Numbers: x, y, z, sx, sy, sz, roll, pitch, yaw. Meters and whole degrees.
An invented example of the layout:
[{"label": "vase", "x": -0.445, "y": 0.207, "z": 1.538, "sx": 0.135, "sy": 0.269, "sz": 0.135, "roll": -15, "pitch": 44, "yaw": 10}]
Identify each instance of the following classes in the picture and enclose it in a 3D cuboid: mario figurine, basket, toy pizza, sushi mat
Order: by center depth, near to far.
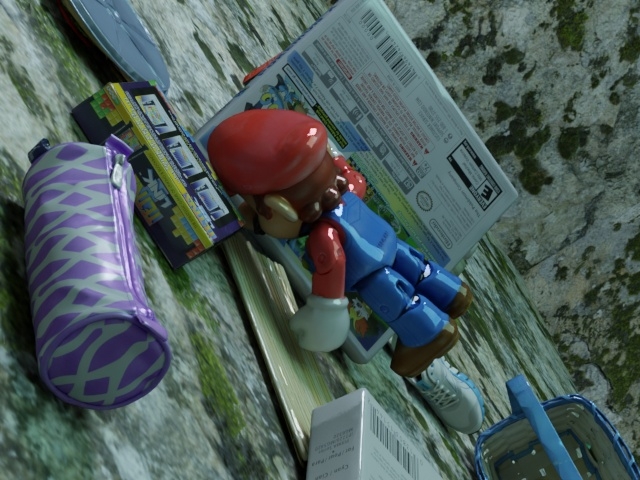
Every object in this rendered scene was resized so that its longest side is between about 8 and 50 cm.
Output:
[{"label": "sushi mat", "x": -0.029, "y": 0.114, "z": 1.281, "sx": 0.151, "sy": 0.019, "sz": 0.316, "roll": 42, "pitch": 19, "yaw": -50}, {"label": "toy pizza", "x": -0.225, "y": -0.226, "z": 1.333, "sx": 0.201, "sy": 0.032, "sz": 0.201, "roll": 54, "pitch": 11, "yaw": -15}, {"label": "mario figurine", "x": 0.000, "y": 0.000, "z": 1.343, "sx": 0.320, "sy": 0.170, "sz": 0.198, "roll": 45, "pitch": 3, "yaw": -12}, {"label": "basket", "x": 0.319, "y": 0.319, "z": 1.720, "sx": 0.254, "sy": 0.201, "sz": 0.289, "roll": 64, "pitch": 3, "yaw": 21}]

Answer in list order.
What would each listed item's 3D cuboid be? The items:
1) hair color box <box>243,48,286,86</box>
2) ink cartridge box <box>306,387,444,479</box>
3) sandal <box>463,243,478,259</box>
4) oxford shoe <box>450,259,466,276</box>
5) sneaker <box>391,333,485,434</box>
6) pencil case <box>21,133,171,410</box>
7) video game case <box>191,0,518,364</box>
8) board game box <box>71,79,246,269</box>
[{"label": "hair color box", "x": -0.036, "y": -0.246, "z": 1.897, "sx": 0.072, "sy": 0.141, "sz": 0.043, "roll": 54, "pitch": 12, "yaw": -16}, {"label": "ink cartridge box", "x": 0.091, "y": 0.315, "z": 1.124, "sx": 0.296, "sy": 0.066, "sz": 0.261, "roll": 51, "pitch": 24, "yaw": -29}, {"label": "sandal", "x": 0.099, "y": -0.132, "z": 2.053, "sx": 0.416, "sy": 0.102, "sz": 0.169, "roll": 45, "pitch": -19, "yaw": -10}, {"label": "oxford shoe", "x": 0.066, "y": -0.013, "z": 1.770, "sx": 0.169, "sy": 0.130, "sz": 0.449, "roll": 57, "pitch": -4, "yaw": -16}, {"label": "sneaker", "x": 0.150, "y": 0.191, "z": 1.740, "sx": 0.190, "sy": 0.071, "sz": 0.083, "roll": 53, "pitch": 25, "yaw": -6}, {"label": "pencil case", "x": -0.149, "y": 0.016, "z": 0.861, "sx": 0.086, "sy": 0.088, "sz": 0.206, "roll": 45, "pitch": 18, "yaw": -41}, {"label": "video game case", "x": 0.046, "y": -0.077, "z": 1.483, "sx": 0.329, "sy": 0.300, "sz": 0.036, "roll": 52, "pitch": -23, "yaw": -19}, {"label": "board game box", "x": -0.145, "y": -0.064, "z": 1.196, "sx": 0.170, "sy": 0.048, "sz": 0.141, "roll": 58, "pitch": 13, "yaw": -1}]
